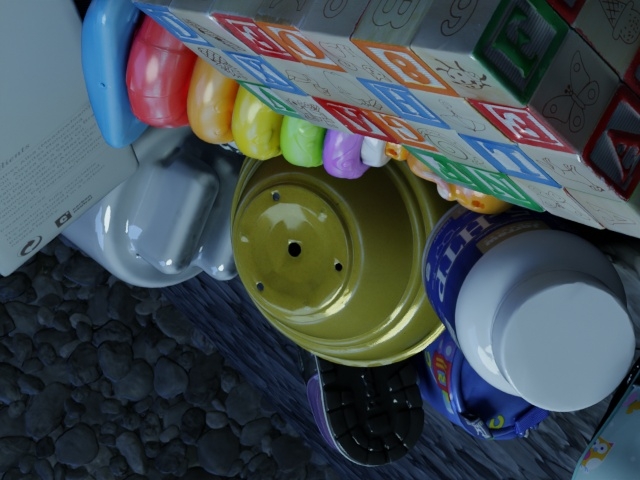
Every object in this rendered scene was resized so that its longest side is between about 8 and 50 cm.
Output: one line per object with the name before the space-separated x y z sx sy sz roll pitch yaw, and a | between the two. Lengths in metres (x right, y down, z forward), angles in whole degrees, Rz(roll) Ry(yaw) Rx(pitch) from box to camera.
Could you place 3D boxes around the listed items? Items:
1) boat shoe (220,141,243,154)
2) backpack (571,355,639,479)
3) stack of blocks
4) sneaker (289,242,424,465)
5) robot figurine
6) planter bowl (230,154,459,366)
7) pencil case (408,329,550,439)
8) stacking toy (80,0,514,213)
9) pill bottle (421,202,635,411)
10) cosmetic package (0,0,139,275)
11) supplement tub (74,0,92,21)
boat shoe | -0.063 -0.114 1.309 0.070 0.078 0.219 53 173 -33
backpack | 0.241 0.143 0.911 0.144 0.188 0.166 34 164 37
stack of blocks | 0.051 -0.103 0.792 0.171 0.087 0.297 36 170 -38
sneaker | 0.007 0.048 1.266 0.124 0.107 0.283 174 90 -73
robot figurine | -0.207 -0.082 1.564 0.353 0.200 0.300 33 -168 39
planter bowl | 0.000 0.000 1.120 0.217 0.217 0.090 39 -153 19
pencil case | 0.106 0.092 1.327 0.306 0.119 0.133 18 129 66
stacking toy | 0.005 -0.103 0.997 0.302 0.166 0.175 28 150 14
pill bottle | 0.136 0.039 0.970 0.112 0.112 0.187 47 -176 -16
cosmetic package | -0.293 -0.160 1.117 0.230 0.161 0.453 47 170 13
supplement tub | -0.184 -0.231 1.189 0.117 0.117 0.190 39 166 20
